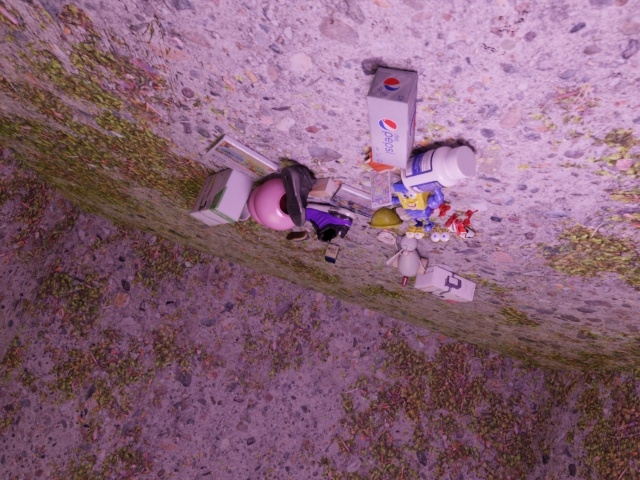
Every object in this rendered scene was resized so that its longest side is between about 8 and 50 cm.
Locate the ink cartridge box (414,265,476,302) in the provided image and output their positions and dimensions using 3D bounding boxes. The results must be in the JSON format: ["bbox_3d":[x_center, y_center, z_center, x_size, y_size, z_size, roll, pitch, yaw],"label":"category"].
[{"bbox_3d":[0.614,0.222,2.229,0.238,0.100,0.172,23,162,-14],"label":"ink cartridge box"}]

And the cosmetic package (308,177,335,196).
[{"bbox_3d":[-0.005,-0.198,1.676,0.115,0.060,0.041,1,156,41],"label":"cosmetic package"}]

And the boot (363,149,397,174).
[{"bbox_3d":[0.190,-0.245,1.336,0.085,0.059,0.158,30,161,-18],"label":"boot"}]

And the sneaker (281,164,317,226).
[{"bbox_3d":[-0.064,-0.168,1.636,0.130,0.227,0.087,-25,-157,-40],"label":"sneaker"}]

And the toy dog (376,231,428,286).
[{"bbox_3d":[0.381,0.101,2.006,0.220,0.160,0.334,5,158,38],"label":"toy dog"}]

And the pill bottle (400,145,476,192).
[{"bbox_3d":[0.325,-0.198,1.239,0.112,0.111,0.187,30,160,-30],"label":"pill bottle"}]

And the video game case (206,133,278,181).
[{"bbox_3d":[-0.300,-0.308,1.710,0.227,0.026,0.206,29,160,-25],"label":"video game case"}]

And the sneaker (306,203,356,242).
[{"bbox_3d":[0.007,-0.067,1.880,0.294,0.145,0.102,9,167,47],"label":"sneaker"}]

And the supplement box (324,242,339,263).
[{"bbox_3d":[0.062,0.067,2.368,0.056,0.083,0.083,17,163,9],"label":"supplement box"}]

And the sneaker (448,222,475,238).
[{"bbox_3d":[0.520,-0.038,1.643,0.109,0.040,0.044,22,161,-10],"label":"sneaker"}]

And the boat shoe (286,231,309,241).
[{"bbox_3d":[-0.120,-0.014,2.361,0.152,0.056,0.049,-1,149,47],"label":"boat shoe"}]

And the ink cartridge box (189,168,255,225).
[{"bbox_3d":[-0.423,-0.183,1.921,0.117,0.201,0.278,32,159,-32],"label":"ink cartridge box"}]

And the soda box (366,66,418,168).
[{"bbox_3d":[0.183,-0.296,1.126,0.098,0.091,0.286,15,162,16],"label":"soda box"}]

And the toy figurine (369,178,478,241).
[{"bbox_3d":[0.304,-0.149,1.462,0.363,0.191,0.217,10,132,48],"label":"toy figurine"}]

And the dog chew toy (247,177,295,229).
[{"bbox_3d":[-0.197,-0.144,1.827,0.207,0.206,0.332,29,168,-28],"label":"dog chew toy"}]

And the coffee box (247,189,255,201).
[{"bbox_3d":[-0.267,-0.172,2.059,0.184,0.040,0.113,27,161,-24],"label":"coffee box"}]

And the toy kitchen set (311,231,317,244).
[{"bbox_3d":[0.000,0.000,2.256,0.075,0.068,0.083,20,163,-4],"label":"toy kitchen set"}]

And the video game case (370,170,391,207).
[{"bbox_3d":[0.195,-0.171,1.453,0.011,0.121,0.087,0,176,-35],"label":"video game case"}]

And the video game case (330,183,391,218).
[{"bbox_3d":[0.151,-0.145,1.735,0.202,0.023,0.183,20,163,-7],"label":"video game case"}]

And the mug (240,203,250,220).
[{"bbox_3d":[-0.420,-0.152,2.172,0.170,0.113,0.150,10,159,37],"label":"mug"}]
